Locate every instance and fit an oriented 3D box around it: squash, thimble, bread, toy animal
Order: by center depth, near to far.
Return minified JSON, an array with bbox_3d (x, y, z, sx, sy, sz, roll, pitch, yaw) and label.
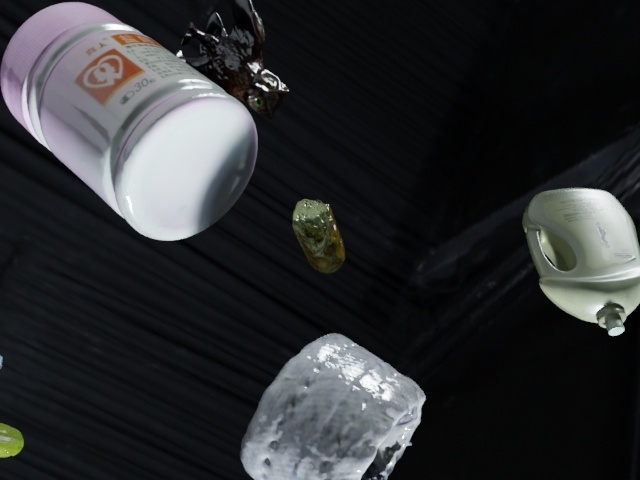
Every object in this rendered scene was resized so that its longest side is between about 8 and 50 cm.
[{"bbox_3d":[0.022,0.246,1.094,0.217,0.157,0.245,-53,160,-11],"label":"thimble"},{"bbox_3d":[0.000,0.000,1.181,0.060,0.110,0.066,-34,-136,-15],"label":"bread"},{"bbox_3d":[-0.114,-0.244,1.191,0.219,0.179,0.116,-60,172,25],"label":"toy animal"},{"bbox_3d":[-0.500,0.282,1.210,0.052,0.183,0.052,-10,-108,32],"label":"squash"}]

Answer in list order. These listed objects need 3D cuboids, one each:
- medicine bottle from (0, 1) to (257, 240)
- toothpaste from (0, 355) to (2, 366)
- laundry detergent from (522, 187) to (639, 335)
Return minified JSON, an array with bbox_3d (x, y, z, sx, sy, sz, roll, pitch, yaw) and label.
[{"bbox_3d":[-0.251,-0.161,1.098,0.315,0.202,0.202,38,-84,32],"label":"medicine bottle"},{"bbox_3d":[-0.638,0.172,1.444,0.070,0.193,0.044,-42,-157,3],"label":"toothpaste"},{"bbox_3d":[0.422,0.036,1.339,0.091,0.181,0.253,103,-16,-51],"label":"laundry detergent"}]
